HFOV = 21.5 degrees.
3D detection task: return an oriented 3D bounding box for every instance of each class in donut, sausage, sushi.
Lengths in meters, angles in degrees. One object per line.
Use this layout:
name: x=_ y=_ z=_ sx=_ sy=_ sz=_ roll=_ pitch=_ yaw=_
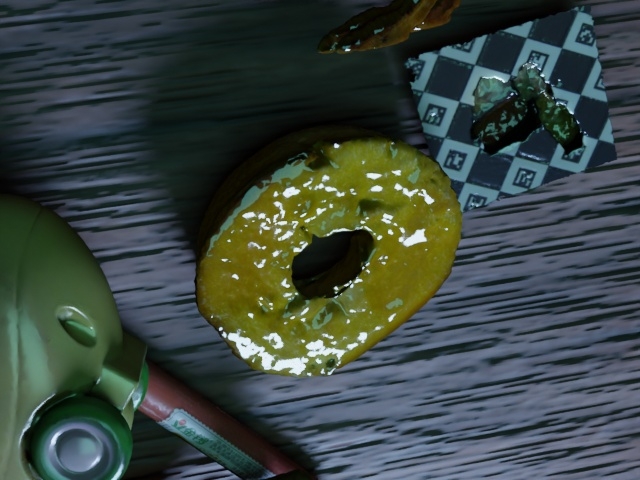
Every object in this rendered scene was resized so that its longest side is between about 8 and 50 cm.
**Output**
donut: x=0.000 y=0.000 z=1.081 sx=0.178 sy=0.065 sz=0.162 roll=-32 pitch=124 yaw=-3
sausage: x=-0.073 y=0.128 z=1.130 sx=0.253 sy=0.034 sz=0.034 roll=38 pitch=98 yaw=-27
sushi: x=0.123 y=-0.089 z=1.100 sx=0.126 sy=0.026 sz=0.120 roll=-18 pitch=120 yaw=-4

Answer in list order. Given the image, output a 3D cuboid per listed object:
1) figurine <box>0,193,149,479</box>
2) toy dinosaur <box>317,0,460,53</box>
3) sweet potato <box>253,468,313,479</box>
figurine: x=-0.239 y=0.118 z=1.010 sx=0.222 sy=0.124 sz=0.324 roll=29 pitch=106 yaw=-12
toy dinosaur: x=0.047 y=-0.217 z=0.982 sx=0.432 sy=0.097 sz=0.208 roll=-19 pitch=108 yaw=-13
sweet potato: x=-0.119 y=0.207 z=1.126 sx=0.244 sy=0.077 sz=0.077 roll=-17 pitch=117 yaw=-7
